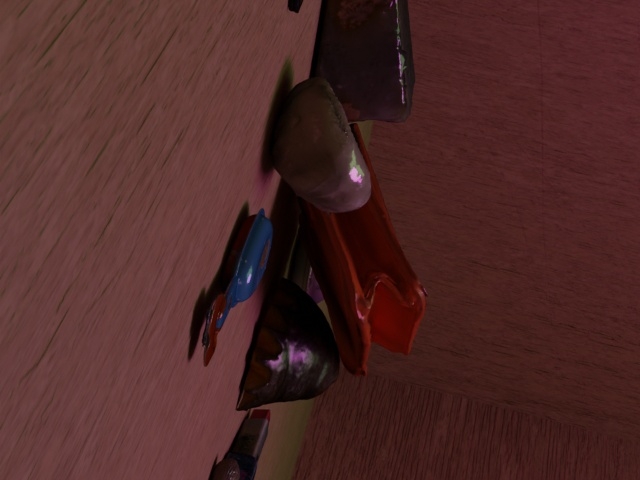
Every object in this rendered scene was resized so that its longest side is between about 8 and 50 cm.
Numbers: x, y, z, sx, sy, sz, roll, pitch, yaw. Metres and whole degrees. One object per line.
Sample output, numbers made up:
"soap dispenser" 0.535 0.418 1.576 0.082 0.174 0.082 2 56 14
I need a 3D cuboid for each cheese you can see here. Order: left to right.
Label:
"cheese" -0.093 0.044 1.252 0.256 0.037 0.106 -66 168 -59
"cheese" 0.000 0.000 2.046 0.189 0.074 0.286 -54 154 -80

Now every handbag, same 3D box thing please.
"handbag" 0.047 0.028 1.730 0.410 0.116 0.303 89 -20 -71

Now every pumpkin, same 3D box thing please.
"pumpkin" -0.024 0.159 1.753 0.254 0.149 0.130 -70 -175 -47

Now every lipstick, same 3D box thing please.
"lipstick" -0.117 0.332 1.767 0.312 0.051 0.051 -70 173 -73

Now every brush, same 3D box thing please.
"brush" -0.162 0.414 1.513 0.042 0.039 0.299 101 6 -45

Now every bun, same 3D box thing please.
"bun" -0.010 -0.109 1.390 0.183 0.102 0.183 159 -90 -87

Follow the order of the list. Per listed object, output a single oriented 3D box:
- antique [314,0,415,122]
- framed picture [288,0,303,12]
"antique" 0.062 -0.312 1.595 0.125 0.150 0.284 -77 170 -55
"framed picture" 0.020 -0.454 1.255 0.255 0.014 0.338 98 7 -52
